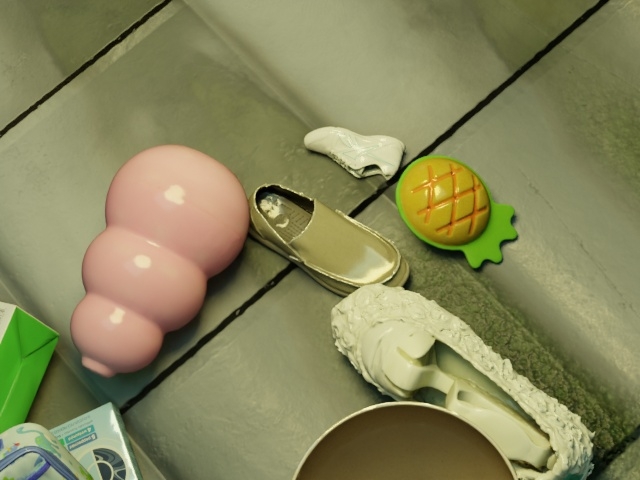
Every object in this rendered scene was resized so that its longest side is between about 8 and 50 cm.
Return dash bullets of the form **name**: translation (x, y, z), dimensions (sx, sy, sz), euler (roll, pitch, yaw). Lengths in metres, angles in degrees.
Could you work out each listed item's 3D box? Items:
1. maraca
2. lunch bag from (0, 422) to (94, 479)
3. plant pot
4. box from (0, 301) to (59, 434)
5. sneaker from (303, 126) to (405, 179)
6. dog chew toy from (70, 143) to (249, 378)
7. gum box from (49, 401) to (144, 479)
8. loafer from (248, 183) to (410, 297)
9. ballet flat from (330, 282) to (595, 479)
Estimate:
- **maraca**: translation (0.191, -0.042, 1.705), dimensions (0.186, 0.099, 0.127), euler (36, 82, -6)
- **lunch bag**: translation (-0.407, 0.348, 1.550), dimensions (0.219, 0.176, 0.090), euler (-35, 31, -2)
- **plant pot**: translation (0.112, 0.360, 1.496), dimensions (0.284, 0.191, 0.284), euler (-4, 67, 9)
- **box**: translation (-0.532, 0.206, 1.683), dimensions (0.231, 0.127, 0.262), euler (9, 69, 25)
- **sneaker**: translation (0.046, -0.129, 1.786), dimensions (0.152, 0.053, 0.061), euler (10, 72, 13)
- **dog chew toy**: translation (-0.237, 0.035, 1.687), dimensions (0.207, 0.206, 0.331), euler (22, 77, 17)
- **gum box**: translation (-0.324, 0.339, 1.659), dimensions (0.157, 0.041, 0.184), euler (-25, 65, 0)
- **loafer**: translation (0.000, 0.000, 1.718), dimensions (0.269, 0.092, 0.102), euler (24, 74, 18)
- **ballet flat**: translation (0.172, 0.186, 1.573), dimensions (0.409, 0.147, 0.147), euler (31, 76, 19)
